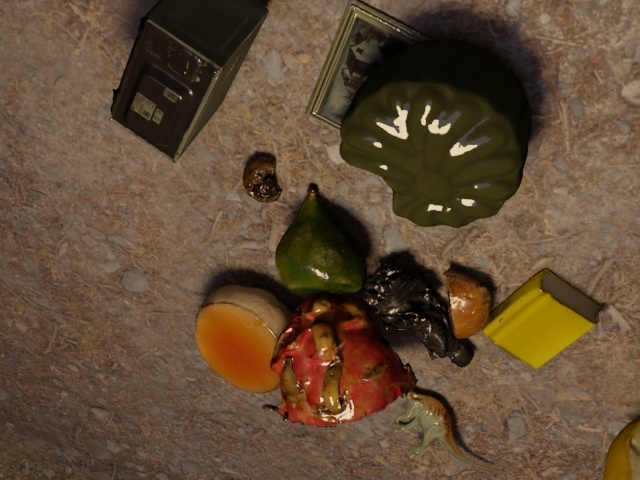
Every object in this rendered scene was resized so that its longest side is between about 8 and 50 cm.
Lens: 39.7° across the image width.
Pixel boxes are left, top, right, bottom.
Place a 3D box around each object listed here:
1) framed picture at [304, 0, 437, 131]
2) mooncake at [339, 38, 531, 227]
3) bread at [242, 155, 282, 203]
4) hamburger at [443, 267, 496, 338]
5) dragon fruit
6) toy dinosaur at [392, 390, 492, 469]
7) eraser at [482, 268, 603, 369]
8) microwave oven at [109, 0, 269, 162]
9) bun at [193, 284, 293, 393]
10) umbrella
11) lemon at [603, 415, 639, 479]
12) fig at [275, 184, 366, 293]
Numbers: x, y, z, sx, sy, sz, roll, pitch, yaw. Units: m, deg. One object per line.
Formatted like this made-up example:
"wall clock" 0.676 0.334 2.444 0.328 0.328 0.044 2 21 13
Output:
"framed picture" 0.110 -0.294 1.703 0.232 0.019 0.296 27 136 2
"mooncake" 0.218 -0.184 1.617 0.352 0.187 0.351 11 134 12
"bread" -0.134 -0.130 1.946 0.082 0.060 0.113 4 133 20
"hamburger" 0.330 0.141 1.937 0.102 0.087 0.176 -2 117 26
"dragon fruit" 0.025 0.248 1.983 0.296 0.314 0.262 5 110 57
"toy dinosaur" 0.286 0.493 2.293 0.393 0.092 0.205 40 130 0
"eraser" 0.474 0.175 1.919 0.158 0.069 0.226 31 136 -6
"microwave oven" -0.263 -0.340 1.696 0.181 0.237 0.295 34 140 -5
"bun" -0.168 0.227 2.215 0.299 0.165 0.298 15 125 22
"umbrella" 0.228 0.191 2.002 0.336 0.154 0.128 55 170 -24
"lemon" 0.783 0.544 1.922 0.364 0.364 0.364 14 134 15
"fig" 0.000 0.000 1.956 0.203 0.235 0.203 -1 171 0
